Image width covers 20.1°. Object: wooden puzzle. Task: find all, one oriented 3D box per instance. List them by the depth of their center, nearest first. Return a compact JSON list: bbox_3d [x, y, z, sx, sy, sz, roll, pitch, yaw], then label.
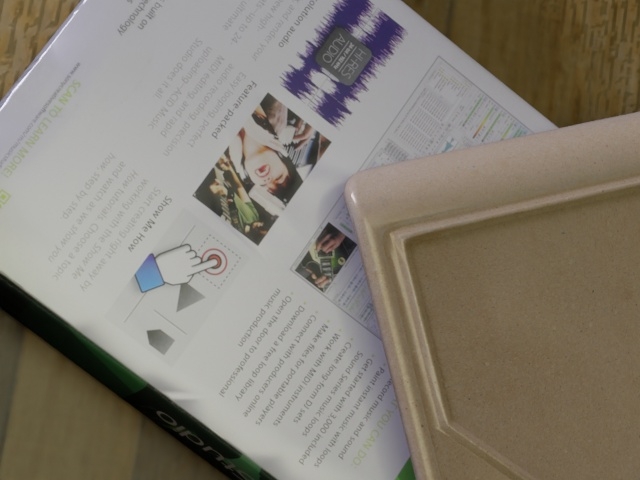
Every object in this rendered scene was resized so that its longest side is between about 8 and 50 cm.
[{"bbox_3d":[0.136,0.062,0.853,0.221,0.044,0.238,-12,82,-20],"label":"wooden puzzle"}]

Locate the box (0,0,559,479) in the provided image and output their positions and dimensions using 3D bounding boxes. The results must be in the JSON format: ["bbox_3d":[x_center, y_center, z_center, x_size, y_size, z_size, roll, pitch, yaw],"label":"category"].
[{"bbox_3d":[0.000,0.000,0.866,0.322,0.058,0.232,38,72,-8],"label":"box"}]
